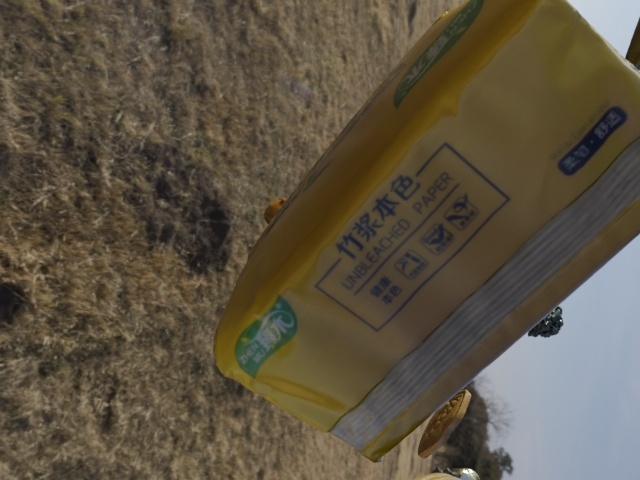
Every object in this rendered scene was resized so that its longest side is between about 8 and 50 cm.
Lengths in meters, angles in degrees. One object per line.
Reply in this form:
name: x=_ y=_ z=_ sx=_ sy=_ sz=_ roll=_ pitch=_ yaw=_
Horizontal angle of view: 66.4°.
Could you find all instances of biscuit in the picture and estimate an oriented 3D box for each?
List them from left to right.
biscuit: x=0.336 y=0.498 z=1.343 sx=0.220 sy=0.029 sz=0.142 roll=-54 pitch=177 yaw=3

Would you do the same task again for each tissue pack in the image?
tissue pack: x=0.100 y=-0.026 z=0.498 sx=0.382 sy=0.228 sz=0.293 roll=-48 pitch=-170 yaw=17

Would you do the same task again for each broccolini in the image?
broccolini: x=0.367 y=0.088 z=0.900 sx=0.068 sy=0.091 sz=0.202 roll=86 pitch=-17 yaw=-57

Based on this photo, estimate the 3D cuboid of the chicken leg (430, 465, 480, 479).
chicken leg: x=0.090 y=0.490 z=0.842 sx=0.361 sy=0.212 sz=0.140 roll=-55 pitch=-156 yaw=16

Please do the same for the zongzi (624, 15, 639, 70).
zongzi: x=0.417 y=-0.293 z=0.568 sx=0.176 sy=0.078 sz=0.160 roll=-51 pitch=149 yaw=16

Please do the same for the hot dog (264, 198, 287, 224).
hot dog: x=0.000 y=0.000 z=1.260 sx=0.117 sy=0.349 sz=0.158 roll=-55 pitch=146 yaw=10

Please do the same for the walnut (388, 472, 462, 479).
walnut: x=0.115 y=0.366 z=0.521 sx=0.228 sy=0.228 sz=0.227 roll=6 pitch=90 yaw=-74
